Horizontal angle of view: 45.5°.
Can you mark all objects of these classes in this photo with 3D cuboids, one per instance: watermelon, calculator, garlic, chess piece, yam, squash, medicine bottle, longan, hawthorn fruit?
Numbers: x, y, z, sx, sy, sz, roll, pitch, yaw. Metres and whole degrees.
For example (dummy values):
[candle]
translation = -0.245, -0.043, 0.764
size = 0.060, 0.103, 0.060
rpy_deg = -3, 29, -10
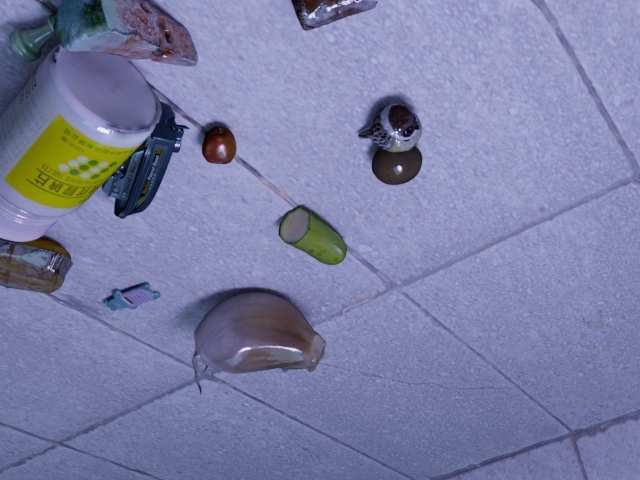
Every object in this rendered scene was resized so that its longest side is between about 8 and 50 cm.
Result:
[watermelon]
translation = -0.311, -0.337, 1.270
size = 0.154, 0.094, 0.241
rpy_deg = -20, 165, 40
[calculator]
translation = -0.482, 0.146, 1.937
size = 0.141, 0.019, 0.094
rpy_deg = -19, 143, 14
[garlic]
translation = -0.181, 0.271, 1.970
size = 0.340, 0.246, 0.231
rpy_deg = -13, 156, -18
[chess piece]
translation = -0.447, -0.359, 1.280
size = 0.149, 0.059, 0.059
rpy_deg = -27, 138, 15
[yam]
translation = 0.023, -0.403, 1.274
size = 0.141, 0.079, 0.079
rpy_deg = -16, 141, 9
[squash]
translation = 0.000, 0.000, 1.775
size = 0.095, 0.095, 0.188
rpy_deg = -31, 139, 28
[medicine bottle]
translation = -0.479, -0.171, 1.381
size = 0.213, 0.213, 0.379
rpy_deg = 27, 131, -35
[longan]
translation = 0.160, -0.162, 1.591
size = 0.113, 0.092, 0.113
rpy_deg = -21, 172, -3
[hawthorn fruit]
translation = -0.202, -0.189, 1.518
size = 0.077, 0.077, 0.077
rpy_deg = -4, 142, -3

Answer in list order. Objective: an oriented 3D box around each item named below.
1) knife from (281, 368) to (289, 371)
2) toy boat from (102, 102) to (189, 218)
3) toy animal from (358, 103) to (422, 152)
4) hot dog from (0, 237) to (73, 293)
[knife]
translation = -0.098, 0.327, 2.227
size = 0.028, 0.015, 0.210
rpy_deg = 4, 140, -3
[toy boat]
translation = -0.366, -0.144, 1.510
size = 0.122, 0.114, 0.296
rpy_deg = 8, 140, -28
[toy animal]
translation = 0.131, -0.225, 1.510
size = 0.137, 0.098, 0.098
rpy_deg = 5, 146, 20
[hot dog]
translation = -0.702, 0.044, 1.728
size = 0.270, 0.082, 0.162
rpy_deg = 13, 132, -14
